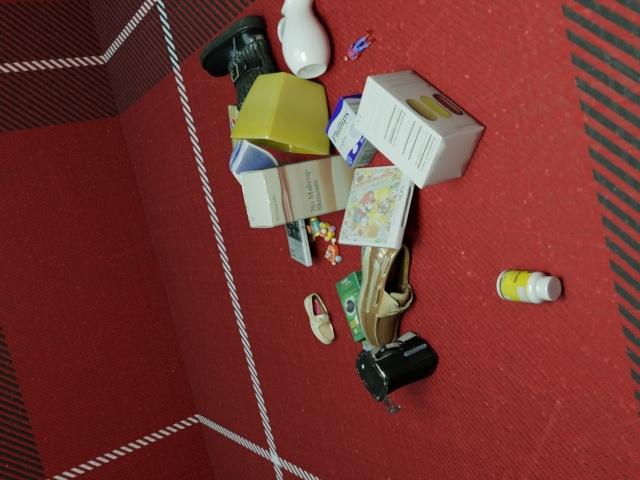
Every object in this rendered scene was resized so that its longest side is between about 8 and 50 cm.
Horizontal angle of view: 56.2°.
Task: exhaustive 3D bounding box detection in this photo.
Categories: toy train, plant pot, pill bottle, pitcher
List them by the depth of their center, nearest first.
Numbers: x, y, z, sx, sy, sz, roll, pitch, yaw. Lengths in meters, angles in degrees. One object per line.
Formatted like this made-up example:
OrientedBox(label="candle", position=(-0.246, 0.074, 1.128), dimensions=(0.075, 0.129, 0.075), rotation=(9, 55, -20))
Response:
OrientedBox(label="pill bottle", position=(0.422, 0.094, 1.211), dimensions=(0.116, 0.065, 0.065), rotation=(1, 105, 56))
OrientedBox(label="pitcher", position=(-0.056, -0.533, 1.602), dimensions=(0.177, 0.125, 0.207), rotation=(-30, 69, 60))
OrientedBox(label="plant pot", position=(-0.097, -0.354, 1.669), dimensions=(0.212, 0.212, 0.187), rotation=(15, 95, 53))
OrientedBox(label="toy train", position=(0.000, 0.000, 1.823), dimensions=(0.166, 0.046, 0.125), rotation=(35, 131, 44))

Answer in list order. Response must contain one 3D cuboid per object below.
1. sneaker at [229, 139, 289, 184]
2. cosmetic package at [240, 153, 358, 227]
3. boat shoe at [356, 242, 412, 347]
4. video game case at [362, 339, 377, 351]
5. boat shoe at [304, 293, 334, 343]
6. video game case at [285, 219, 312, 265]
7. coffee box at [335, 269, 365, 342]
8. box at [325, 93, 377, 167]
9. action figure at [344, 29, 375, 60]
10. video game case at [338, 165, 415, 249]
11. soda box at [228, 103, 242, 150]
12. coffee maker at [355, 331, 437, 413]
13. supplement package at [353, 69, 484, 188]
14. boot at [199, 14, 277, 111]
OrientedBox(label="sneaker", position=(-0.143, -0.184, 1.771), dimensions=(0.128, 0.315, 0.182), rotation=(-58, 33, 5))
OrientedBox(label="cosmetic package", position=(-0.045, -0.137, 1.596), dimensions=(0.129, 0.296, 0.153), rotation=(3, 107, 57))
OrientedBox(label="boat shoe", position=(0.173, 0.139, 1.560), dimensions=(0.119, 0.122, 0.324), rotation=(22, 123, 47))
OrientedBox(label="video game case", position=(0.163, 0.300, 1.744), dimensions=(0.119, 0.015, 0.167), rotation=(9, 111, 54))
OrientedBox(label="boat shoe", position=(-0.001, 0.248, 1.923), dimensions=(0.170, 0.062, 0.059), rotation=(62, 152, 18))
OrientedBox(label="video game case", position=(-0.075, -0.017, 1.905), dimensions=(0.190, 0.022, 0.173), rotation=(-158, 56, -72))
OrientedBox(label="coffee box", position=(0.112, 0.189, 1.724), dimensions=(0.113, 0.040, 0.184), rotation=(-42, 62, 52))
OrientedBox(label="box", position=(0.090, -0.281, 1.536), dimensions=(0.137, 0.072, 0.126), rotation=(58, 144, 24))
OrientedBox(label="action figure", position=(0.092, -0.478, 1.487), dimensions=(0.115, 0.030, 0.038), rotation=(-28, 86, 59))
OrientedBox(label="video game case", position=(0.140, -0.085, 1.506), dimensions=(0.227, 0.026, 0.207), rotation=(5, 80, 56))
OrientedBox(label="soda box", position=(-0.267, -0.372, 2.042), dimensions=(0.058, 0.061, 0.182), rotation=(22, 122, 50))
OrientedBox(label="coffee maker", position=(0.205, 0.337, 1.543), dimensions=(0.120, 0.178, 0.171), rotation=(-46, 63, 56))
OrientedBox(label="supplement package", position=(0.209, -0.248, 1.309), dimensions=(0.244, 0.139, 0.134), rotation=(48, 141, 31))
OrientedBox(label="boot", position=(-0.256, -0.518, 1.895), dimensions=(0.348, 0.131, 0.260), rotation=(-14, 92, 57))
